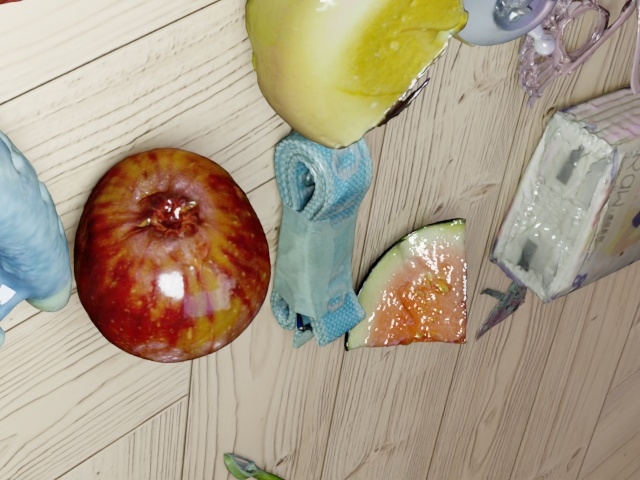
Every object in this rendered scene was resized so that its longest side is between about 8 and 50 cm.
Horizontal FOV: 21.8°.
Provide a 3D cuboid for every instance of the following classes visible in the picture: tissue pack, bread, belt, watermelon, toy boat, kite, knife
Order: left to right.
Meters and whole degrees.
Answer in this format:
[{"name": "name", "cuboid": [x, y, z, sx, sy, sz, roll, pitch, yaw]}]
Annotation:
[{"name": "toy boat", "cuboid": [-0.275, 0.028, 1.208, 0.215, 0.123, 0.330, -43, 153, -14]}, {"name": "knife", "cuboid": [-0.073, 0.272, 1.926, 0.184, 0.022, 0.026, 39, 64, -62]}, {"name": "belt", "cuboid": [0.000, 0.000, 1.635, 0.072, 0.087, 0.302, -39, 151, -30]}, {"name": "bread", "cuboid": [0.020, -0.210, 1.362, 0.156, 0.158, 0.260, 22, 118, -45]}, {"name": "watermelon", "cuboid": [0.088, 0.065, 1.857, 0.145, 0.137, 0.193, -4, 137, -10]}, {"name": "kite", "cuboid": [0.242, 0.077, 2.194, 0.139, 0.011, 0.157, -58, 153, 7]}, {"name": "tissue pack", "cuboid": [0.381, -0.075, 2.096, 0.344, 0.125, 0.242, -19, 140, -43]}]

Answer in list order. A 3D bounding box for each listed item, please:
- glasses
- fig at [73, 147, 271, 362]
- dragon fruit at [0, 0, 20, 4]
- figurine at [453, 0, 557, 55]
[{"name": "glasses", "cuboid": [0.301, -0.247, 1.804, 0.162, 0.095, 0.255, -2, 124, -42]}, {"name": "fig", "cuboid": [-0.125, 0.034, 1.393, 0.175, 0.175, 0.207, -36, 154, -29]}, {"name": "dragon fruit", "cuboid": [-0.198, -0.255, 0.989, 0.282, 0.100, 0.343, -12, 142, -34]}, {"name": "figurine", "cuboid": [0.152, -0.296, 1.479, 0.194, 0.133, 0.274, -27, 133, -40]}]
